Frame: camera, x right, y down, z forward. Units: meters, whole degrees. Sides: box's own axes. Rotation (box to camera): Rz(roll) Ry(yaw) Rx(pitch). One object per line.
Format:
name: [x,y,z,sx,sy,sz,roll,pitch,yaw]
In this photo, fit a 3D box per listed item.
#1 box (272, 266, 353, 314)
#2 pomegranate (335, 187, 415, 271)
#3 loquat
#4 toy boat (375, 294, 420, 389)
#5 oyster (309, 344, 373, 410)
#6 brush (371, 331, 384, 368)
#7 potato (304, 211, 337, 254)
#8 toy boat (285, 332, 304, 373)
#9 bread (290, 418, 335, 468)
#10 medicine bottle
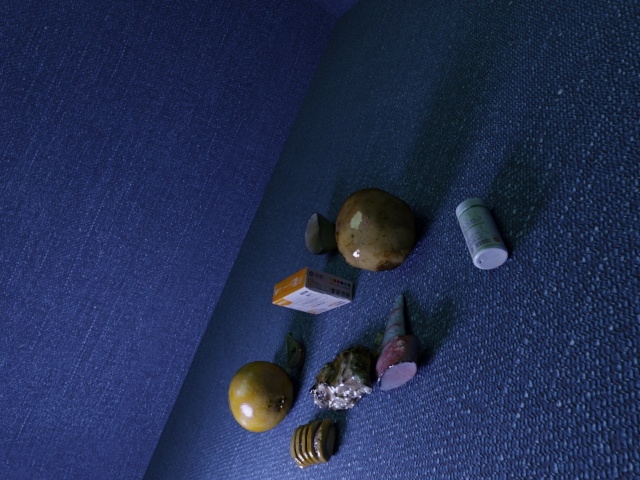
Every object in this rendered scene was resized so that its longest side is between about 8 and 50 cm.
box: [-0.034,0.204,1.638,0.274,0.220,0.091,-34,44,53]
pomegranate: [0.179,-0.033,1.374,0.281,0.281,0.281,-45,32,39]
loquat: [-0.238,0.608,1.646,0.263,0.263,0.263,-45,32,39]
toy boat: [0.217,0.287,1.236,0.282,0.096,0.206,-82,16,-50]
oyster: [0.074,0.425,1.355,0.396,0.110,0.204,-45,26,52]
brush: [0.168,0.374,1.324,0.043,0.014,0.170,8,78,66]
potato: [0.000,0.000,1.895,0.138,0.098,0.243,-52,34,37]
toy boat: [-0.110,0.469,1.732,0.089,0.071,0.185,-47,30,33]
bread: [-0.033,0.670,1.385,0.225,0.081,0.134,-41,36,42]
medicine bottle: [0.415,-0.020,1.083,0.086,0.086,0.183,-46,31,37]
